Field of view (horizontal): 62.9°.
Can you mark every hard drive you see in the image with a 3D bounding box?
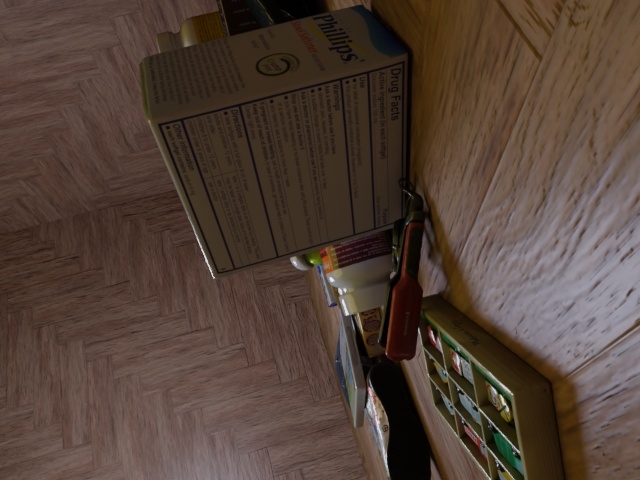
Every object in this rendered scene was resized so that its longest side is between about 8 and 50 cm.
[{"bbox_3d":[0.094,0.356,1.505,0.254,0.054,0.171,-121,37,-70],"label":"hard drive"}]

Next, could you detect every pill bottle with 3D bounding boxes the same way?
[{"bbox_3d":[-0.259,-0.522,1.420,0.188,0.334,0.187,165,90,-84],"label":"pill bottle"},{"bbox_3d":[0.057,0.006,0.873,0.121,0.121,0.221,112,142,-80],"label":"pill bottle"}]

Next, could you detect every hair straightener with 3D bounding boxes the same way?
[{"bbox_3d":[0.100,0.034,0.684,0.089,0.047,0.230,-138,48,-78],"label":"hair straightener"}]

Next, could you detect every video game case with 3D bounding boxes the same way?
[{"bbox_3d":[0.075,0.305,1.249,0.227,0.026,0.206,87,174,-50],"label":"video game case"}]

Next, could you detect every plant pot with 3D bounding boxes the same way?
[{"bbox_3d":[0.051,0.122,1.651,0.236,0.033,0.236,164,90,-85],"label":"plant pot"}]

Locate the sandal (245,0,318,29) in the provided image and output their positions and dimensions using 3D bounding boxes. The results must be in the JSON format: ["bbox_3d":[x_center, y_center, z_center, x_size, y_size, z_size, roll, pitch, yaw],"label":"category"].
[{"bbox_3d":[-0.092,-0.468,0.925,0.445,0.107,0.167,62,180,-10],"label":"sandal"}]

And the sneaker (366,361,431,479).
[{"bbox_3d":[0.159,0.397,1.091,0.145,0.090,0.270,85,172,-63],"label":"sneaker"}]

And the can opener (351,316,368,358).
[{"bbox_3d":[0.102,0.216,1.365,0.059,0.073,0.186,-13,-91,-56],"label":"can opener"}]

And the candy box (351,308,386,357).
[{"bbox_3d":[0.100,0.161,1.201,0.109,0.053,0.186,-134,28,-76],"label":"candy box"}]

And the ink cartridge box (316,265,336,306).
[{"bbox_3d":[0.025,0.124,1.824,0.097,0.046,0.207,102,152,-74],"label":"ink cartridge box"}]

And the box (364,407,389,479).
[{"bbox_3d":[0.174,0.539,1.501,0.159,0.044,0.233,82,170,-47],"label":"box"}]

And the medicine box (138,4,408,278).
[{"bbox_3d":[-0.045,-0.120,0.678,0.263,0.290,0.149,81,169,-47],"label":"medicine box"}]

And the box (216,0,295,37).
[{"bbox_3d":[-0.119,-0.448,1.121,0.168,0.167,0.203,-117,13,-60],"label":"box"}]

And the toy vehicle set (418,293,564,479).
[{"bbox_3d":[0.178,0.178,0.593,0.267,0.035,0.165,-131,26,-76],"label":"toy vehicle set"}]

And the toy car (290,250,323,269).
[{"bbox_3d":[0.000,0.000,1.399,0.136,0.159,0.182,33,-156,-40],"label":"toy car"}]
